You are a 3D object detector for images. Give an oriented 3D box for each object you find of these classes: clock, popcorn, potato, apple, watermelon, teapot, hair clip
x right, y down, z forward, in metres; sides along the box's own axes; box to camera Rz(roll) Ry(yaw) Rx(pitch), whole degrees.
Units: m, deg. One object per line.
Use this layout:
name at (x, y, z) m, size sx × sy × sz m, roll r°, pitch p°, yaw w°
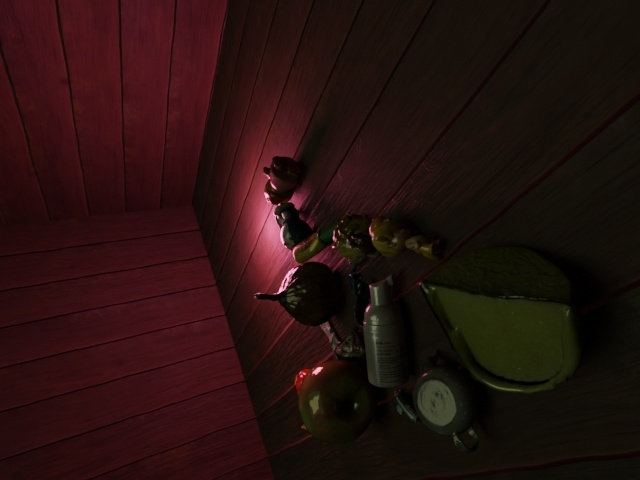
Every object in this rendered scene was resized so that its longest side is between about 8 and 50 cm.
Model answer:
clock at (-0.130, -0.060, 1.963) m, size 0.199 × 0.146 × 0.243 m, roll 77°, pitch 167°, yaw -53°
popcorn at (0.141, -0.011, 1.489) m, size 0.195 × 0.168 × 0.173 m, roll 6°, pitch 137°, yaw 57°
potato at (0.446, 0.183, 0.978) m, size 0.330 × 0.212 × 0.280 m, roll 2°, pitch 116°, yaw 46°
apple at (0.061, 0.626, 1.672) m, size 0.277 × 0.319 × 0.319 m, roll 175°, pitch 85°, yaw -71°
watermelon at (0.119, 0.427, 1.728) m, size 0.187 × 0.071 × 0.139 m, roll -12°, pitch 73°, yaw 48°
teapot at (0.366, 0.459, 1.226) m, size 0.193 × 0.129 × 0.294 m, roll -47°, pitch 52°, yaw 34°
hair clip at (0.148, 0.063, 1.615) m, size 0.229 × 0.036 × 0.066 m, roll 124°, pitch 136°, yaw -52°

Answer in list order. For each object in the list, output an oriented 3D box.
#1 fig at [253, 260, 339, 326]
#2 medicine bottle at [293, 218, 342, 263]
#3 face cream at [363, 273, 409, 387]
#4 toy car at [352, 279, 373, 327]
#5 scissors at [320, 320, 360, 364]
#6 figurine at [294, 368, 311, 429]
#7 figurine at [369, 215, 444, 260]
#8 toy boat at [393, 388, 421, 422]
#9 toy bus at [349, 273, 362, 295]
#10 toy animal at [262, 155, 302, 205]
fig at (-0.113, 0.229, 1.814) m, size 0.286 × 0.368 × 0.286 m, roll 180°, pitch 90°, yaw -67°
medicine bottle at (0.000, 0.000, 1.759) m, size 0.309 × 0.076 × 0.111 m, roll -32°, pitch 38°, yaw 40°
face cream at (0.218, 0.298, 1.450) m, size 0.145 × 0.145 × 0.370 m, roll 2°, pitch 100°, yaw 61°
toy car at (0.174, 0.242, 1.602) m, size 0.095 × 0.056 × 0.205 m, roll 49°, pitch 142°, yaw 43°
scissors at (0.055, 0.435, 1.905) m, size 0.383 × 0.029 × 0.256 m, roll 61°, pitch 143°, yaw 34°
figurine at (-0.030, 0.751, 2.034) m, size 0.208 × 0.181 × 0.257 m, roll 32°, pitch -137°, yaw -74°
figurine at (0.251, -0.002, 1.302) m, size 0.246 × 0.156 × 0.131 m, roll 19°, pitch 119°, yaw 44°
toy boat at (0.298, 0.582, 1.475) m, size 0.140 × 0.059 × 0.066 m, roll 47°, pitch 120°, yaw 49°
toy bus at (0.139, 0.173, 1.662) m, size 0.046 × 0.038 × 0.083 m, roll 175°, pitch 87°, yaw -66°
toy animal at (-0.187, -0.272, 1.999) m, size 0.169 × 0.195 × 0.281 m, roll -70°, pitch 3°, yaw -50°
